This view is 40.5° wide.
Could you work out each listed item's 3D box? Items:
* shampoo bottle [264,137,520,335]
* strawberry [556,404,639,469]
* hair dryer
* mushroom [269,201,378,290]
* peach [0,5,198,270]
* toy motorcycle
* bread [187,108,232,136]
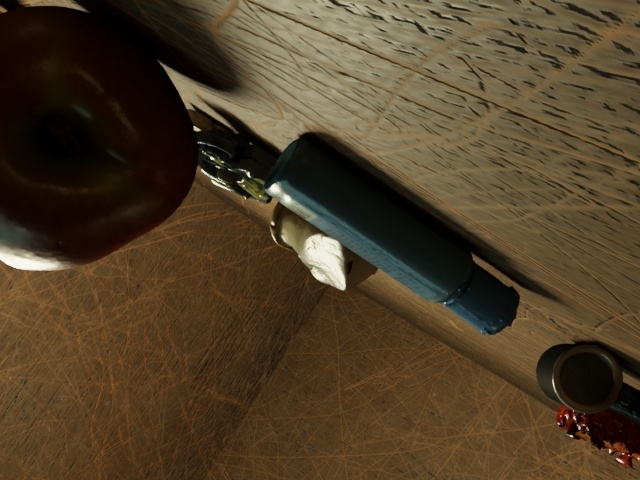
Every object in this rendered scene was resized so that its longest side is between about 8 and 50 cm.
[{"bbox_3d":[0.070,0.000,0.799,0.258,0.061,0.104,34,176,-11],"label":"shampoo bottle"},{"bbox_3d":[0.379,0.238,1.132,0.145,0.086,0.145,32,179,1],"label":"strawberry"},{"bbox_3d":[0.350,0.186,0.912,0.255,0.070,0.128,28,177,5],"label":"hair dryer"},{"bbox_3d":[0.010,0.002,1.157,0.108,0.096,0.247,7,-170,-22],"label":"mushroom"},{"bbox_3d":[-0.247,-0.097,0.852,0.245,0.249,0.274,6,-172,-23],"label":"peach"},{"bbox_3d":[-0.098,-0.088,1.050,0.193,0.061,0.124,26,167,-41],"label":"toy motorcycle"},{"bbox_3d":[-0.140,-0.134,1.147,0.068,0.028,0.154,33,176,7],"label":"bread"}]
